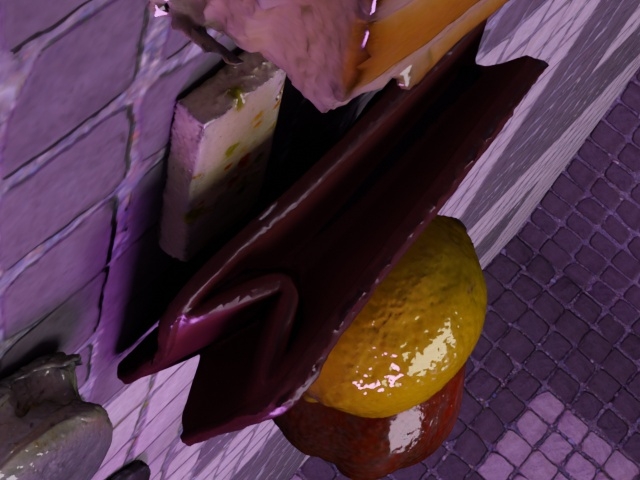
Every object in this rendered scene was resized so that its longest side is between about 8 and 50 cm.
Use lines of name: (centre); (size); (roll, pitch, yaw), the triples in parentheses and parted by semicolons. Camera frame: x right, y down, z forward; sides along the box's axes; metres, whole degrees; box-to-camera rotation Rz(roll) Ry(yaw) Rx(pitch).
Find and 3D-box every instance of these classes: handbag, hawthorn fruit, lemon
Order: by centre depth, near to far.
handbag: (-0.001, -0.001, 0.762); (0.275, 0.084, 0.260); (-49, -178, -19)
lemon: (0.050, 0.058, 1.074); (0.193, 0.180, 0.180); (-28, 176, 15)
hawthorn fruit: (0.061, 0.106, 1.257); (0.262, 0.211, 0.210); (-65, 169, 5)

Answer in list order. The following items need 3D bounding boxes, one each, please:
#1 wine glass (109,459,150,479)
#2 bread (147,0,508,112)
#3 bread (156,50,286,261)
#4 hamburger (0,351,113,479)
wine glass: (-0.089, 0.412, 1.111); (0.267, 0.406, 0.267); (-49, 171, -10)
bread: (0.060, -0.178, 0.387); (0.246, 0.111, 0.239); (-43, 166, -21)
bread: (-0.052, -0.044, 0.649); (0.068, 0.028, 0.153); (-42, 166, -28)
hamburger: (-0.174, 0.128, 0.666); (0.140, 0.062, 0.133); (-36, 160, -47)
